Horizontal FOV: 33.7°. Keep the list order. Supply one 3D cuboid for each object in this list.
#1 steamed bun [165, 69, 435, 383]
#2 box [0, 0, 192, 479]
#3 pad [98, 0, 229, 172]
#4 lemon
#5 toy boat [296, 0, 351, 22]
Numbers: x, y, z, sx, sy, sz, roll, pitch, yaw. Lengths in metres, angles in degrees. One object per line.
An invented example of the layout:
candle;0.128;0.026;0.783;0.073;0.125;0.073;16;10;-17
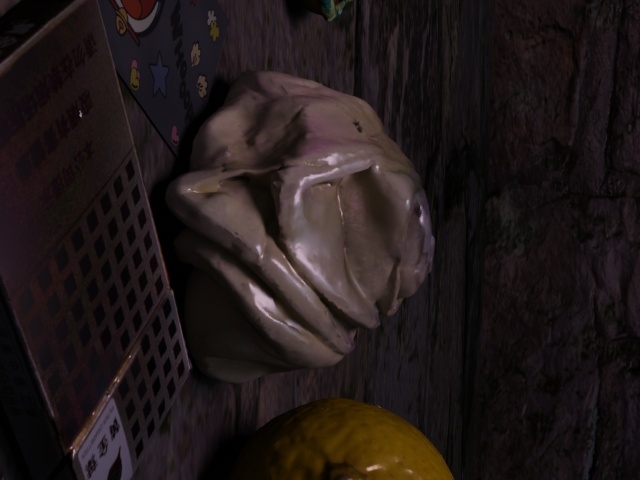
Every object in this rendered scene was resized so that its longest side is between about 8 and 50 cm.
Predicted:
steamed bun;0.000;0.000;0.971;0.280;0.207;0.268;-67;156;-46
box;-0.165;0.020;0.697;0.180;0.047;0.325;-65;152;-51
pad;-0.129;-0.186;0.855;0.245;0.006;0.170;61;35;-60
lemon;0.020;0.280;1.032;0.267;0.267;0.268;3;90;-73
toy boat;0.038;-0.331;1.243;0.293;0.099;0.109;-44;136;-56
